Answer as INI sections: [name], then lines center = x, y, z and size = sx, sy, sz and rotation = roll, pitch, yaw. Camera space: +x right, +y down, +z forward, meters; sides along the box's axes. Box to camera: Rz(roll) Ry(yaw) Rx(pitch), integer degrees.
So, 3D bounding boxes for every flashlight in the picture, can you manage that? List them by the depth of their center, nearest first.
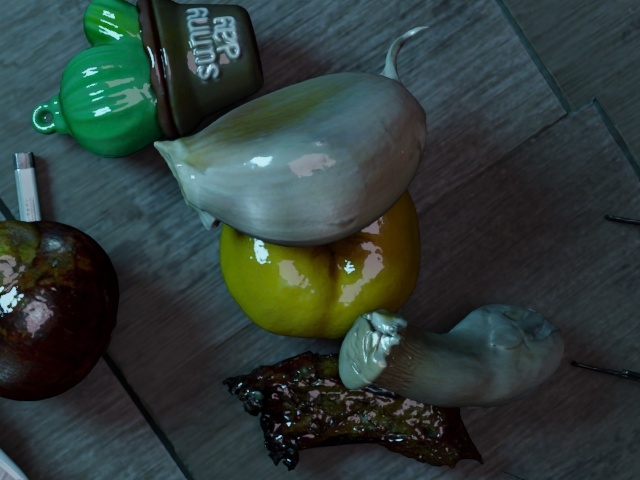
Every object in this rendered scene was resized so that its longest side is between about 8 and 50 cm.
[flashlight]
center = -0.250, -0.034, 1.005
size = 0.018, 0.018, 0.083
rotation = -7, 89, -11

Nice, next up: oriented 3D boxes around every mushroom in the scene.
[mushroom]
center = 0.110, 0.099, 0.993
size = 0.223, 0.081, 0.092
rotation = -1, 78, -38

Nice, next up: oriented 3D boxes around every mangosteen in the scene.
[mangosteen]
center = -0.249, 0.051, 0.923
size = 0.181, 0.146, 0.156
rotation = 21, 108, -42

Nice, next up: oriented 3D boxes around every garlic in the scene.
[garlic]
center = 0.020, -0.083, 0.943
size = 0.266, 0.128, 0.148
rotation = -25, 81, -24

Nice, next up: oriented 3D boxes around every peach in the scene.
[peach]
center = 0.000, 0.000, 1.008
size = 0.179, 0.103, 0.179
rotation = 1, 84, -13

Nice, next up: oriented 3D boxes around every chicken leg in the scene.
[chicken leg]
center = 0.030, 0.148, 1.026
size = 0.234, 0.063, 0.105
rotation = 2, 91, -11

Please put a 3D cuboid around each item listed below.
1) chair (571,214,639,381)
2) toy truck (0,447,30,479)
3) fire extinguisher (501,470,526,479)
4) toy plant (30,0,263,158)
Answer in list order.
[chair]
center = 0.374, 0.069, 1.052
size = 0.247, 0.172, 0.159
rotation = 13, 84, -3
[toy truck]
center = -0.344, 0.153, 0.942
size = 0.242, 0.101, 0.125
rotation = 43, 69, -3
[fire extinguisher]
center = 0.216, 0.345, 1.039
size = 0.118, 0.093, 0.294
rotation = -6, 87, -10
[toy plant]
center = -0.152, -0.145, 0.990
size = 0.200, 0.105, 0.143
rotation = -12, 81, 1
